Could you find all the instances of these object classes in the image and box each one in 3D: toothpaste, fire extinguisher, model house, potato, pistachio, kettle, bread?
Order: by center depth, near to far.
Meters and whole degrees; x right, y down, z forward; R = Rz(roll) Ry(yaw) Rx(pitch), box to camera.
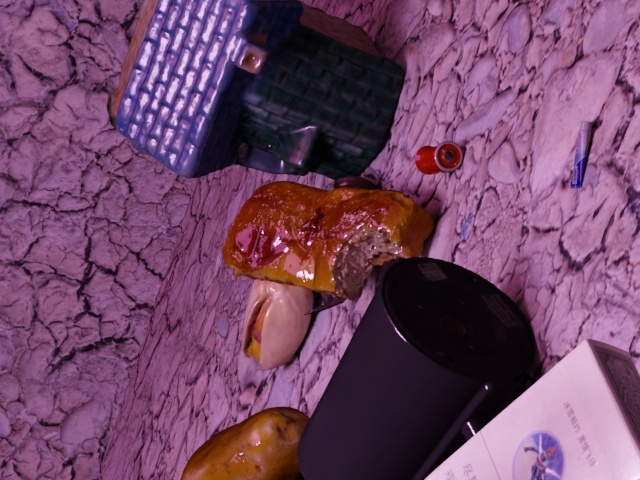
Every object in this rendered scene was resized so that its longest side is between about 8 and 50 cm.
[{"bbox_3d":[0.318,-0.104,1.630,0.024,0.015,0.083,175,107,-69],"label":"toothpaste"},{"bbox_3d":[0.130,0.215,1.657,0.203,0.262,0.308,-37,-21,-53],"label":"kettle"},{"bbox_3d":[0.000,0.000,2.081,0.380,0.109,0.185,7,58,48],"label":"bread"},{"bbox_3d":[-0.119,0.363,2.159,0.369,0.196,0.176,131,141,-53],"label":"potato"},{"bbox_3d":[0.025,0.017,2.212,0.075,0.106,0.252,82,-164,-65],"label":"fire extinguisher"},{"bbox_3d":[-0.119,-0.257,2.349,0.395,0.445,0.400,-65,20,16],"label":"model house"},{"bbox_3d":[-0.071,0.136,2.373,0.145,0.117,0.200,-29,-45,-53],"label":"pistachio"}]

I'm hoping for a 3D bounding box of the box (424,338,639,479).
[{"bbox_3d":[0.227,0.240,1.325,0.256,0.069,0.164,-47,41,30],"label":"box"}]

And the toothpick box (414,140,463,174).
[{"bbox_3d":[0.177,-0.123,2.002,0.083,0.047,0.047,177,111,-72],"label":"toothpick box"}]
